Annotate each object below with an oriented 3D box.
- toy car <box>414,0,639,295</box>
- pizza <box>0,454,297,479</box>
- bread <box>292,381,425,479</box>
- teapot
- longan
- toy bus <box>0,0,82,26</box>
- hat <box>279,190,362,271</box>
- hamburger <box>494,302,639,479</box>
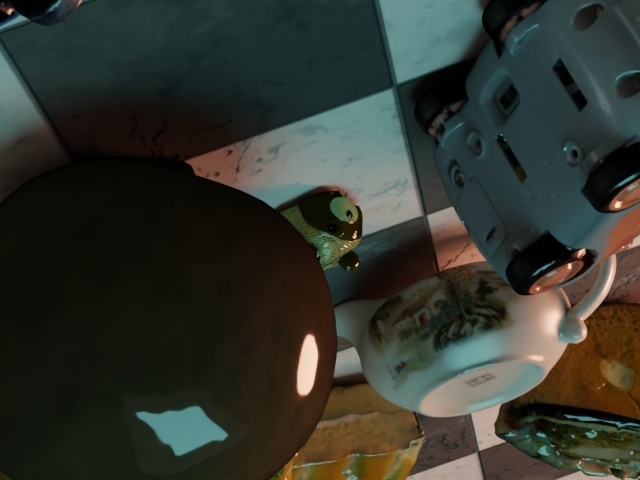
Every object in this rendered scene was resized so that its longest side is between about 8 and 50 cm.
[{"bbox_3d":[0.221,-0.091,1.393,0.212,0.180,0.270,-15,156,-32],"label":"toy car"},{"bbox_3d":[-0.134,0.323,1.835,0.440,0.130,0.406,-19,127,27],"label":"pizza"},{"bbox_3d":[-0.030,0.250,1.972,0.239,0.111,0.246,-8,151,-21],"label":"bread"},{"bbox_3d":[0.145,0.078,1.722,0.298,0.139,0.204,-21,154,10],"label":"teapot"},{"bbox_3d":[-0.129,0.071,1.353,0.297,0.297,0.297,-16,155,-8],"label":"longan"},{"bbox_3d":[-0.211,-0.170,0.953,0.234,0.133,0.116,-24,155,23],"label":"toy bus"},{"bbox_3d":[0.001,0.000,1.547,0.076,0.059,0.077,-22,160,17],"label":"hat"},{"bbox_3d":[0.337,0.165,1.999,0.288,0.192,0.167,12,143,-6],"label":"hamburger"}]
